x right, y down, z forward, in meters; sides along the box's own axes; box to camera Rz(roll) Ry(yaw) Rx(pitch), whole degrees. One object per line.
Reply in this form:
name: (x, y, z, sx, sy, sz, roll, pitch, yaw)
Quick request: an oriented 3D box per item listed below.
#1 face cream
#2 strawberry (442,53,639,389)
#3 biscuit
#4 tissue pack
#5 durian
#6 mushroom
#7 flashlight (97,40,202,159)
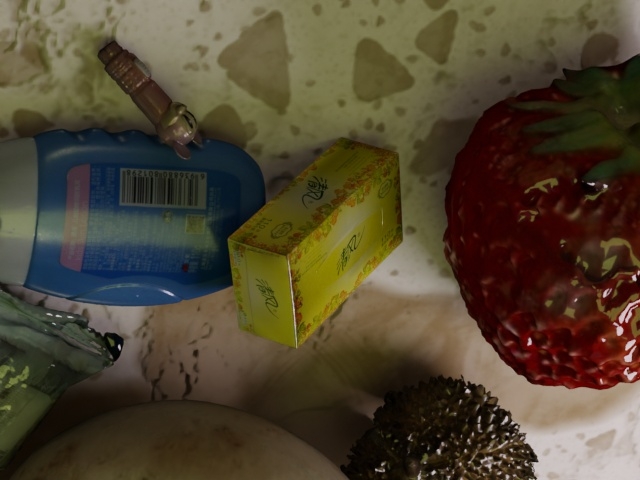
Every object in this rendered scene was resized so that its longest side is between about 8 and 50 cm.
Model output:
face cream: (-0.181, -0.019, 1.430, 0.264, 0.083, 0.149, 3, 105, -20)
strawberry: (0.249, 0.014, 1.486, 0.291, 0.292, 0.310, -13, 117, -10)
biscuit: (-0.327, 0.163, 1.505, 0.186, 0.079, 0.309, 30, 107, -33)
tissue pack: (0.000, 0.000, 1.460, 0.176, 0.062, 0.095, -44, 141, -44)
durian: (0.103, 0.214, 1.625, 0.196, 0.167, 0.196, -48, 157, -28)
mushroom: (-0.120, 0.312, 1.513, 0.362, 0.295, 0.362, 7, 138, 6)
flashlight: (-0.133, -0.115, 1.398, 0.031, 0.052, 0.110, -37, 100, 26)
